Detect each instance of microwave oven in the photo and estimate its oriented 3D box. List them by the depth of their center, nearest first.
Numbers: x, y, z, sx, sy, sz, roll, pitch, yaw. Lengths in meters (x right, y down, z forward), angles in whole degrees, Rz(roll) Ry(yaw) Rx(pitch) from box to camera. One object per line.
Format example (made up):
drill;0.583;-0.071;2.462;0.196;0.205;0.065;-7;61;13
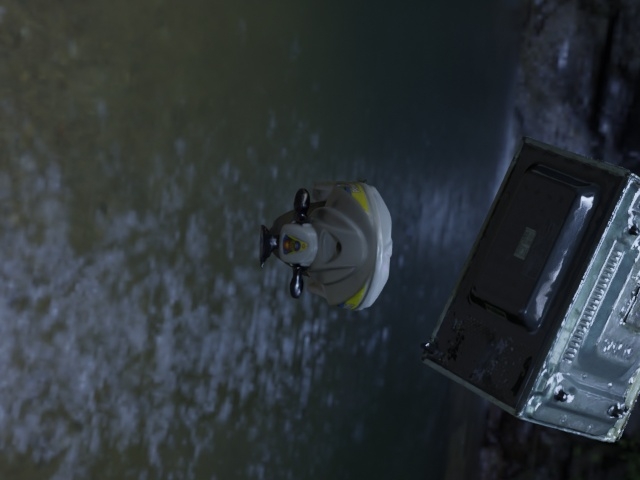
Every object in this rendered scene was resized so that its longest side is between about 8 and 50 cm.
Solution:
microwave oven;0.205;0.044;0.906;0.163;0.129;0.204;19;96;-45

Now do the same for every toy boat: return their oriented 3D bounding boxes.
toy boat;0.006;0.000;1.175;0.269;0.141;0.140;-77;173;-87
